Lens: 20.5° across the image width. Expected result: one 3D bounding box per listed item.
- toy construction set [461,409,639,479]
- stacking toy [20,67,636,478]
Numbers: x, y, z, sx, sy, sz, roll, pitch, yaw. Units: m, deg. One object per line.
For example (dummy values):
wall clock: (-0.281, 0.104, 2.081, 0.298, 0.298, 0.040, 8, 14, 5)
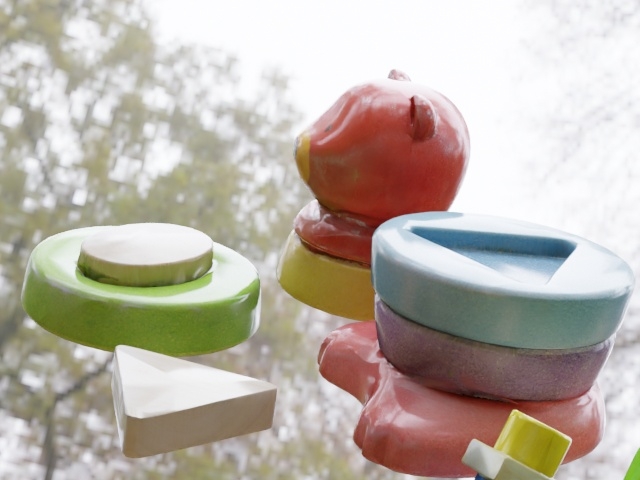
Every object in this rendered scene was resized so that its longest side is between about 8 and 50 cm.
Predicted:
toy construction set: (0.209, 0.178, 0.744, 0.328, 0.151, 0.215, 13, -1, -11)
stacking toy: (0.000, 0.000, 0.926, 0.280, 0.309, 0.130, 1, -71, -22)
